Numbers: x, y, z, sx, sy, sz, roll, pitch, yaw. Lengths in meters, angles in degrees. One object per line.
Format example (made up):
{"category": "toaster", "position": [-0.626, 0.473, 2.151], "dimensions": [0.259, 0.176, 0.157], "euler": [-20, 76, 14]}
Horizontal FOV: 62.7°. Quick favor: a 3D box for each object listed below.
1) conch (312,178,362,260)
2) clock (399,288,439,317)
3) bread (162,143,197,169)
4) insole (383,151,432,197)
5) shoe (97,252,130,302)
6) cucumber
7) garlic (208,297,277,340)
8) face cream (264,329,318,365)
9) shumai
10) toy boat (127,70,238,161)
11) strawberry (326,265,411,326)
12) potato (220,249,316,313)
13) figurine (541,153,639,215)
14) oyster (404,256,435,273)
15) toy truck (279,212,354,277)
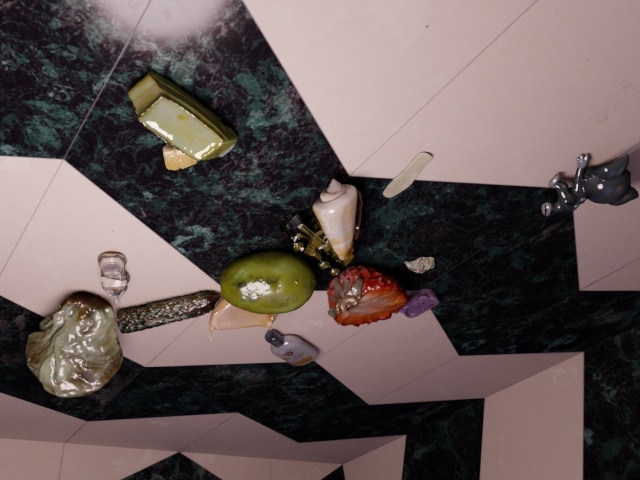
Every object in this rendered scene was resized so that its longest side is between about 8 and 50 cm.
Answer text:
{"category": "conch", "position": [0.043, -0.063, 1.506], "dimensions": [0.127, 0.158, 0.255], "euler": [12, 122, 15]}
{"category": "clock", "position": [0.381, 0.243, 2.070], "dimensions": [0.110, 0.050, 0.152], "euler": [26, 130, -38]}
{"category": "bread", "position": [-0.352, -0.214, 1.319], "dimensions": [0.083, 0.035, 0.070], "euler": [-12, 144, -9]}
{"category": "insole", "position": [0.250, -0.186, 1.514], "dimensions": [0.063, 0.010, 0.192], "euler": [15, 137, -29]}
{"category": "shoe", "position": [-0.647, 0.117, 1.634], "dimensions": [0.088, 0.092, 0.180], "euler": [-1, 142, -11]}
{"category": "cucumber", "position": [-0.521, 0.247, 1.830], "dimensions": [0.358, 0.096, 0.096], "euler": [-11, 143, 3]}
{"category": "garlic", "position": [-0.274, 0.248, 1.828], "dimensions": [0.244, 0.164, 0.145], "euler": [-10, 161, -11]}
{"category": "face cream", "position": [-0.131, 0.448, 2.201], "dimensions": [0.143, 0.071, 0.291], "euler": [-23, 140, 17]}
{"category": "shumai", "position": [-0.792, 0.313, 1.713], "dimensions": [0.309, 0.304, 0.264], "euler": [16, 123, -15]}
{"category": "toy boat", "position": [-0.309, -0.268, 1.219], "dimensions": [0.111, 0.084, 0.276], "euler": [-32, 137, 24]}
{"category": "strawberry", "position": [0.172, 0.189, 1.890], "dimensions": [0.336, 0.149, 0.265], "euler": [12, 132, -41]}
{"category": "potato", "position": [-0.166, 0.137, 1.677], "dimensions": [0.304, 0.216, 0.216], "euler": [-9, 143, -10]}
{"category": "figurine", "position": [0.799, -0.161, 1.577], "dimensions": [0.265, 0.140, 0.193], "euler": [-28, 124, 0]}
{"category": "oyster", "position": [0.360, 0.088, 1.873], "dimensions": [0.100, 0.037, 0.098], "euler": [-20, 142, 13]}
{"category": "toy truck", "position": [-0.004, 0.002, 1.616], "dimensions": [0.127, 0.127, 0.257], "euler": [-44, 132, 17]}
